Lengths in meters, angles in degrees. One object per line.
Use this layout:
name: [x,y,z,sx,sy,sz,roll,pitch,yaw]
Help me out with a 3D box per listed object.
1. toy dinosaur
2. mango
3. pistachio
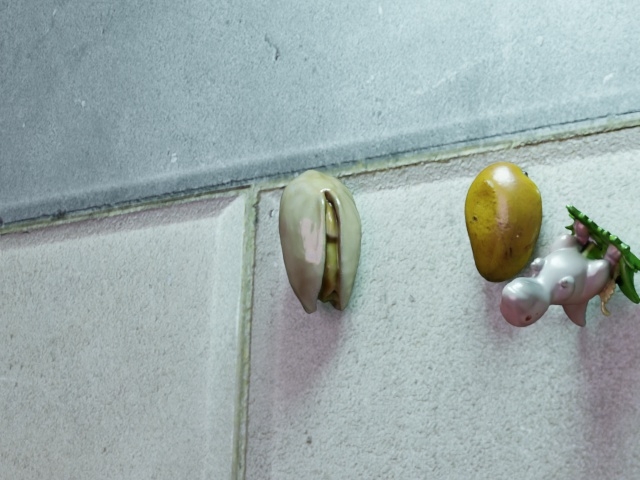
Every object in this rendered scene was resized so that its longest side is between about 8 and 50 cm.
toy dinosaur: [0.328,0.066,1.964,0.152,0.194,0.177,41,88,24]
mango: [0.258,-0.028,2.103,0.115,0.089,0.165,-17,71,37]
pistachio: [0.000,0.000,2.288,0.152,0.126,0.223,139,126,-66]
